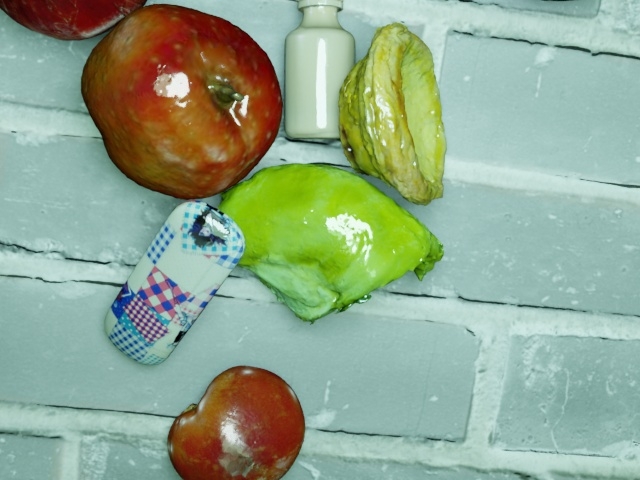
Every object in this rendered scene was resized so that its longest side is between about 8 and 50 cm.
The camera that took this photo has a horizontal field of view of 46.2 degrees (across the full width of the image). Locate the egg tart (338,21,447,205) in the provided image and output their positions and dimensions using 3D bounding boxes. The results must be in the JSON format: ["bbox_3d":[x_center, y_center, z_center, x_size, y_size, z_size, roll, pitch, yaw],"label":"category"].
[{"bbox_3d":[0.107,-0.183,1.140,0.123,0.294,0.293,-6,98,23],"label":"egg tart"}]

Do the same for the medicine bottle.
[{"bbox_3d":[-0.001,-0.287,1.182,0.114,0.114,0.252,-1,97,-5],"label":"medicine bottle"}]

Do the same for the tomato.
[{"bbox_3d":[-0.131,0.333,1.231,0.200,0.139,0.233,39,91,-15],"label":"tomato"}]

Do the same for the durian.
[{"bbox_3d":[0.000,0.000,1.175,0.340,0.204,0.256,41,103,-8],"label":"durian"}]

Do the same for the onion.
[{"bbox_3d":[-0.356,-0.426,1.073,0.276,0.276,0.276,-1,97,-5],"label":"onion"}]

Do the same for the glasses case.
[{"bbox_3d":[-0.233,0.072,1.167,0.125,0.076,0.327,38,120,-2],"label":"glasses case"}]

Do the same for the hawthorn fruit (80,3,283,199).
[{"bbox_3d":[-0.179,-0.195,1.060,0.287,0.330,0.287,-3,97,-30],"label":"hawthorn fruit"}]
